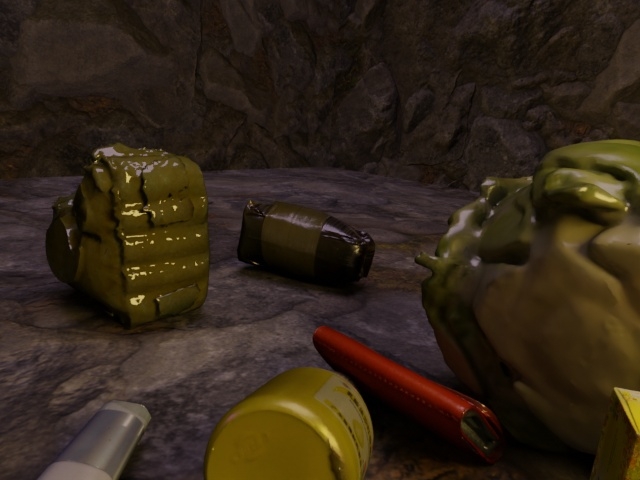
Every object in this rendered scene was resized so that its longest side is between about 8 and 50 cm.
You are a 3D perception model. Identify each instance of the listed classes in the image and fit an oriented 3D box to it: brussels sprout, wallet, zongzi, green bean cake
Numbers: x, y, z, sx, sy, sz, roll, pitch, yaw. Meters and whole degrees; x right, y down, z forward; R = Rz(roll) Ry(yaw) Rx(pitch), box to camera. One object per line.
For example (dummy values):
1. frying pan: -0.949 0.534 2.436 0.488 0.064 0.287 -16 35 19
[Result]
1. brussels sprout: 0.353 0.070 0.535 0.361 0.342 0.425 -14 34 -36
2. wallet: 0.095 0.168 0.552 0.204 0.045 0.142 19 -22 44
3. zongzi: 0.000 0.000 1.128 0.289 0.154 0.317 17 12 16
4. green bean cake: -0.342 -0.023 0.824 0.202 0.285 0.310 -16 23 -42

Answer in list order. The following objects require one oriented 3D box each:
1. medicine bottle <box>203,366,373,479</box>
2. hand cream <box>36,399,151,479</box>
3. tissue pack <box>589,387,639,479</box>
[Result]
1. medicine bottle: -0.010 0.179 0.460 0.122 0.121 0.212 8 0 14
2. hand cream: -0.209 0.218 0.387 0.079 0.048 0.255 6 15 2
3. tissue pack: 0.239 0.200 0.335 0.095 0.176 0.062 9 17 16
